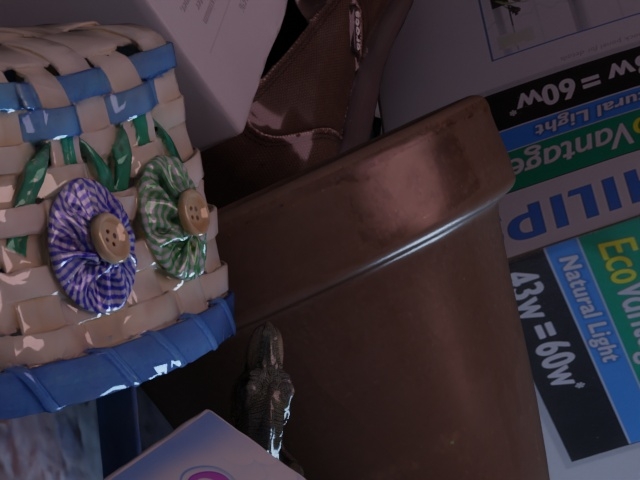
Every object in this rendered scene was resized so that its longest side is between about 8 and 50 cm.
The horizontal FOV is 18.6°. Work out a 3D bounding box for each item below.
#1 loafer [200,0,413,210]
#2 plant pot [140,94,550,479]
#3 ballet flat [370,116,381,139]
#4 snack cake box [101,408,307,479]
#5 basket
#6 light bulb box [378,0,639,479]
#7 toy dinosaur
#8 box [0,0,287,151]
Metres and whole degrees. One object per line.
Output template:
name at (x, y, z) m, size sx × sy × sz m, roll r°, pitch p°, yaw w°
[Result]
loafer at (-0.021, -0.161, 1.325) m, size 0.130 × 0.134 × 0.366 m, roll 49°, pitch 34°, yaw -38°
plant pot at (0.020, 0.072, 1.087) m, size 0.229 × 0.263 × 0.263 m, roll 64°, pitch 27°, yaw -2°
ballet flat at (0.000, 0.000, 1.337) m, size 0.091 × 0.077 × 0.241 m, roll 104°, pitch -9°, yaw -47°
snack cake box at (-0.111, 0.196, 0.826) m, size 0.089 × 0.152 × 0.264 m, roll 35°, pitch 33°, yaw 16°
basket at (-0.156, 0.051, 0.871) m, size 0.255 × 0.201 × 0.289 m, roll -27°, pitch 123°, yaw -63°
light bulb box at (0.205, 0.005, 1.426) m, size 0.361 × 0.225 × 0.358 m, roll -95°, pitch 162°, yaw -50°
toy dinosaur at (-0.017, 0.170, 0.974) m, size 0.064 × 0.118 × 0.268 m, roll -26°, pitch 104°, yaw -24°
box at (-0.176, -0.217, 1.027) m, size 0.345 × 0.168 × 0.215 m, roll 54°, pitch 31°, yaw -30°
